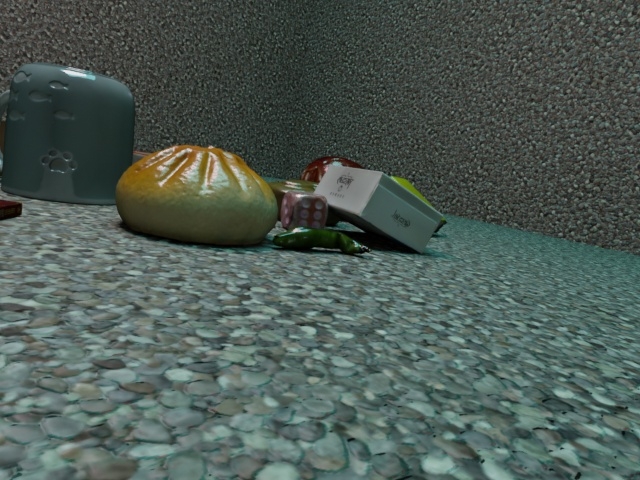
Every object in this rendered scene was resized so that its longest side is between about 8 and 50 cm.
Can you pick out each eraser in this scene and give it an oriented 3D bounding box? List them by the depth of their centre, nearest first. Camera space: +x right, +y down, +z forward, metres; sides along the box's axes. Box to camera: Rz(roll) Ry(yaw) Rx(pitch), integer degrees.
[{"bbox_3d":[0.297,-0.118,1.551,0.226,0.069,0.158,51,29,22],"label":"eraser"}]

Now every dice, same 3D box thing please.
[{"bbox_3d":[-0.041,-0.069,1.134,0.094,0.093,0.091,4,10,-26],"label":"dice"}]

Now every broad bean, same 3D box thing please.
[{"bbox_3d":[0.000,-0.001,0.900,0.195,0.046,0.061,8,6,-19],"label":"broad bean"}]

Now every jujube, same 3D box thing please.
[{"bbox_3d":[0.082,-0.169,1.593,0.318,0.223,0.223,12,5,-42],"label":"jujube"}]

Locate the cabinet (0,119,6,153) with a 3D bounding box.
[{"bbox_3d":[-0.908,-0.294,1.447,0.215,0.148,0.175,6,9,-16],"label":"cabinet"}]

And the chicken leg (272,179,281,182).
[{"bbox_3d":[-0.196,-0.179,1.732,0.125,0.080,0.196,-10,17,-29],"label":"chicken leg"}]

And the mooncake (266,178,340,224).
[{"bbox_3d":[-0.060,-0.115,1.348,0.235,0.117,0.235,9,12,-2],"label":"mooncake"}]

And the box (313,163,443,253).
[{"bbox_3d":[0.128,-0.083,1.157,0.203,0.116,0.274,30,-2,-28],"label":"box"}]

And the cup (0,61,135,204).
[{"bbox_3d":[-0.601,-0.246,1.064,0.357,0.274,0.259,12,9,11],"label":"cup"}]

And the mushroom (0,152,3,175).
[{"bbox_3d":[-0.927,-0.211,1.117,0.333,0.087,0.107,8,13,-34],"label":"mushroom"}]

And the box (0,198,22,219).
[{"bbox_3d":[-0.506,-0.048,0.722,0.052,0.023,0.082,10,9,-6],"label":"box"}]

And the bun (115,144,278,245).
[{"bbox_3d":[-0.220,-0.096,0.885,0.299,0.164,0.299,11,10,-2],"label":"bun"}]

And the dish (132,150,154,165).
[{"bbox_3d":[-0.428,-0.180,1.342,0.256,0.117,0.256,9,10,-2],"label":"dish"}]
